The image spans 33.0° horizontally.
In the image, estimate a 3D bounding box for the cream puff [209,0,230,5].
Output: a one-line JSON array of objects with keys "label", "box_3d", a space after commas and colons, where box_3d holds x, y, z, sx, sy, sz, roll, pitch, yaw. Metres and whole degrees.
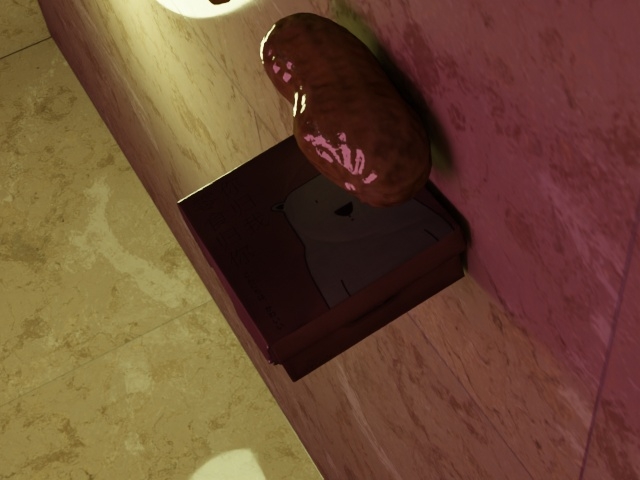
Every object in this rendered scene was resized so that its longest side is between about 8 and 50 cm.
[{"label": "cream puff", "box_3d": [-0.116, -0.336, 0.921, 0.282, 0.185, 0.282, 54, 161, 29]}]

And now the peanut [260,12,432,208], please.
[{"label": "peanut", "box_3d": [0.018, -0.123, 0.982, 0.226, 0.108, 0.095, 59, 158, 26]}]

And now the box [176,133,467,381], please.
[{"label": "box", "box_3d": [0.000, 0.000, 1.056, 0.215, 0.215, 0.086, 53, 171, 38]}]
